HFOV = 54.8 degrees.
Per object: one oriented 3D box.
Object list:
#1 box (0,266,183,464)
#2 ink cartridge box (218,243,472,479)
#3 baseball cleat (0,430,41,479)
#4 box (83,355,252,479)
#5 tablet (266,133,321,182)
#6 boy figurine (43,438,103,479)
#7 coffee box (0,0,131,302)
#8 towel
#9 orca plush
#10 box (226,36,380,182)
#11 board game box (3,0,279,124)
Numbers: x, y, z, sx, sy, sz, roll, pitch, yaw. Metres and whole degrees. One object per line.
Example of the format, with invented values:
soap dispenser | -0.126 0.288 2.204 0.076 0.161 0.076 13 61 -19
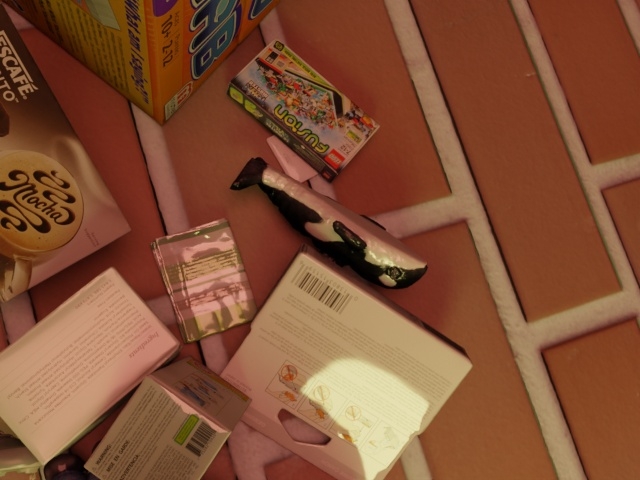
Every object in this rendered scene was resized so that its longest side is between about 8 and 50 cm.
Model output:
box | -0.267 0.143 0.717 0.182 0.181 0.119 -41 89 -18
ink cartridge box | 0.024 0.178 0.833 0.275 0.060 0.239 34 100 -6
baseball cleat | -0.400 0.216 0.693 0.205 0.072 0.110 -6 72 14
box | -0.159 0.213 0.700 0.103 0.203 0.114 34 86 3
tablet | -0.038 -0.127 0.924 0.054 0.006 0.083 -29 86 -18
boy figurine | -0.218 0.328 0.637 0.177 0.285 0.092 -18 121 -19
coffee box | -0.380 -0.097 0.715 0.168 0.118 0.297 -35 107 -34
towel | -0.157 0.053 0.846 0.113 0.023 0.152 -18 82 -16
orca plush | 0.000 0.000 0.857 0.287 0.151 0.102 28 104 -9
box | -0.025 -0.195 0.922 0.207 0.036 0.114 40 67 -2
board game box | -0.225 -0.441 0.768 0.356 0.356 0.356 39 72 -2
